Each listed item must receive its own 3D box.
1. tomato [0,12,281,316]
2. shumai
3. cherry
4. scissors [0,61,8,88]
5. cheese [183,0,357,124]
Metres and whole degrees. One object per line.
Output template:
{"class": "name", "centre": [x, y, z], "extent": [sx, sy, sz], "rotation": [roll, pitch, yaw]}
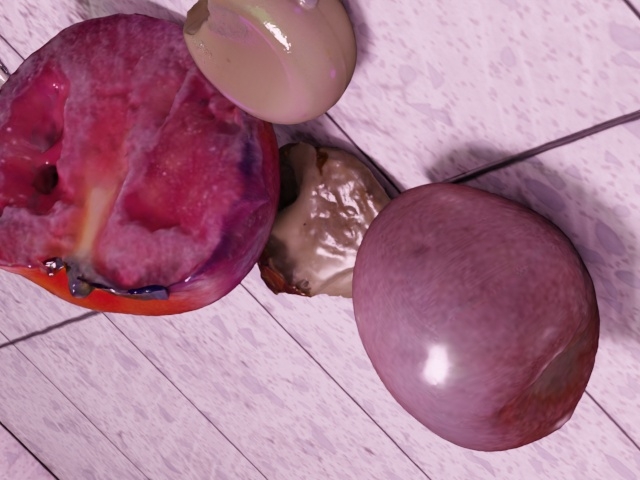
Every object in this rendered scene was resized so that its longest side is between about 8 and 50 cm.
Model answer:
{"class": "tomato", "centre": [-0.165, -0.058, 1.924], "extent": [0.335, 0.289, 0.176], "rotation": [9, 162, 27]}
{"class": "shumai", "centre": [0.000, 0.000, 1.926], "extent": [0.201, 0.120, 0.201], "rotation": [38, 159, 17]}
{"class": "cherry", "centre": [0.122, 0.063, 1.720], "extent": [0.239, 0.206, 0.239], "rotation": [29, 165, 8]}
{"class": "scissors", "centre": [-0.328, -0.128, 2.369], "extent": [0.109, 0.022, 0.300], "rotation": [0, 132, 54]}
{"class": "cheese", "centre": [-0.033, -0.199, 1.671], "extent": [0.163, 0.082, 0.286], "rotation": [39, 155, 6]}
